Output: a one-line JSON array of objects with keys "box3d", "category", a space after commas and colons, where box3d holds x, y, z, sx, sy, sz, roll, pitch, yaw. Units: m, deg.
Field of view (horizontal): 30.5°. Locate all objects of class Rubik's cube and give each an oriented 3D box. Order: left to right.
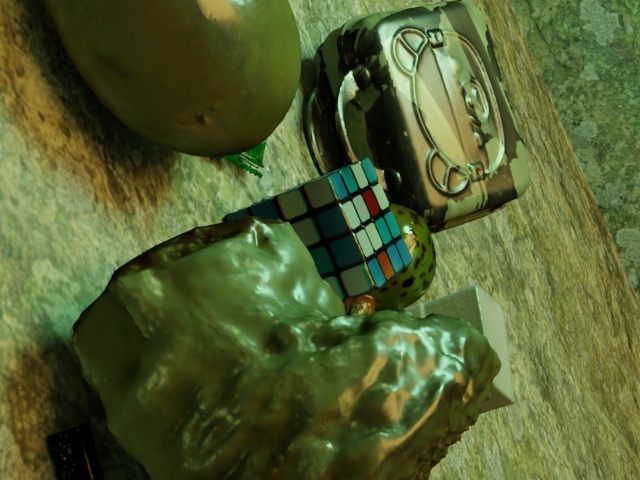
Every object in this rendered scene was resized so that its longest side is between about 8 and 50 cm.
[{"box3d": [0.000, 0.000, 1.449, 0.151, 0.155, 0.154, 68, 24, -5], "category": "Rubik's cube"}]

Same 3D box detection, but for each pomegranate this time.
[{"box3d": [0.073, 0.039, 1.596, 0.159, 0.159, 0.205, 49, 57, -39], "category": "pomegranate"}]

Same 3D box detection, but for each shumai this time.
[{"box3d": [-0.064, 0.149, 1.065, 0.323, 0.397, 0.324, 46, -14, 14], "category": "shumai"}]

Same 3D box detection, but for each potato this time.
[{"box3d": [-0.149, -0.229, 1.229, 0.326, 0.221, 0.243, 62, 23, -28], "category": "potato"}]

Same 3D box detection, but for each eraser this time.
[{"box3d": [0.072, 0.158, 1.323, 0.086, 0.287, 0.130, 38, 40, -47], "category": "eraser"}]

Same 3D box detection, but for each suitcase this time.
[{"box3d": [0.126, -0.178, 1.783, 0.339, 0.194, 0.352, -18, 91, -37], "category": "suitcase"}]

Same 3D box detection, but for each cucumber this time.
[{"box3d": [-0.195, 0.239, 1.008, 0.043, 0.039, 0.163, -11, 80, -44], "category": "cucumber"}]

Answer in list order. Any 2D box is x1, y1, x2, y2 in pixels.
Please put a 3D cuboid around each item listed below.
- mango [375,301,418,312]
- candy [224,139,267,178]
[{"box3d": [0.110, 0.142, 1.693, 0.101, 0.066, 0.187, 63, 34, -15], "category": "mango"}, {"box3d": [-0.110, -0.193, 1.462, 0.141, 0.078, 0.203, 19, 66, -47], "category": "candy"}]
